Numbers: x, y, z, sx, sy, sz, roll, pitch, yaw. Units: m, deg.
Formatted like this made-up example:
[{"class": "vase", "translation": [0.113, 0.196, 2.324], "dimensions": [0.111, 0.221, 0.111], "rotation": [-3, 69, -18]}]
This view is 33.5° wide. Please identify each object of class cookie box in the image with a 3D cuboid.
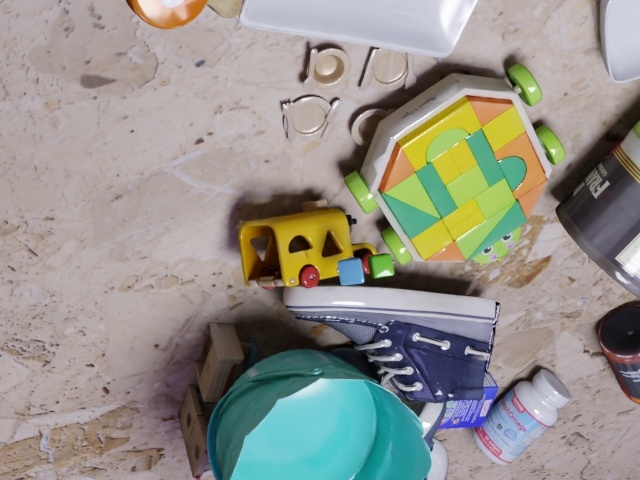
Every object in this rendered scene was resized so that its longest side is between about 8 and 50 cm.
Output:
[{"class": "cookie box", "translation": [0.219, 0.257, 1.704], "dimensions": [0.107, 0.040, 0.092], "rotation": [2, 126, -21]}]

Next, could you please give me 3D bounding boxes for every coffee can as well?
[{"class": "coffee can", "translation": [0.484, -0.076, 1.427], "dimensions": [0.201, 0.202, 0.275], "rotation": [25, 115, -34]}]

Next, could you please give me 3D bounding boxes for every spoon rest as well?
[{"class": "spoon rest", "translation": [0.184, 0.431, 1.821], "dimensions": [0.137, 0.084, 0.276], "rotation": [-32, 118, 5]}]

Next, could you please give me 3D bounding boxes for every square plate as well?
[{"class": "square plate", "translation": [0.093, -0.363, 1.079], "dimensions": [0.344, 0.049, 0.347], "rotation": [-2, 125, -46]}]

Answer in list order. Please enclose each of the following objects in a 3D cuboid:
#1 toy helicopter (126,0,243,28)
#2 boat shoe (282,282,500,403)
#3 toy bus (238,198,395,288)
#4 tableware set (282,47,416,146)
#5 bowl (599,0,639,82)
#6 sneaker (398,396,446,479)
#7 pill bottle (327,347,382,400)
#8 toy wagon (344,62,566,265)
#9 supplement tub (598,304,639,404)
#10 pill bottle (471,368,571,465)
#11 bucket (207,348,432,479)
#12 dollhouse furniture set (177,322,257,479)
[{"class": "toy helicopter", "translation": [-0.056, -0.341, 1.088], "dimensions": [0.355, 0.140, 0.235], "rotation": [-2, 120, -32]}, {"class": "boat shoe", "translation": [0.101, 0.145, 1.474], "dimensions": [0.340, 0.127, 0.158], "rotation": [7, 87, -26]}, {"class": "toy bus", "translation": [-0.006, 0.002, 1.367], "dimensions": [0.190, 0.202, 0.104], "rotation": [-8, 94, 5]}, {"class": "tableware set", "translation": [0.037, -0.176, 1.300], "dimensions": [0.168, 0.020, 0.141], "rotation": [-1, 128, -20]}, {"class": "bowl", "translation": [0.412, -0.282, 1.333], "dimensions": [0.142, 0.053, 0.142], "rotation": [-20, 132, -3]}, {"class": "sneaker", "translation": [0.135, 0.385, 1.681], "dimensions": [0.148, 0.131, 0.350], "rotation": [25, 115, -9]}, {"class": "pill bottle", "translation": [0.025, 0.272, 1.589], "dimensions": [0.122, 0.123, 0.219], "rotation": [-2, 127, -19]}, {"class": "toy wagon", "translation": [0.197, -0.067, 1.404], "dimensions": [0.267, 0.068, 0.344], "rotation": [-33, 134, 3]}, {"class": "supplement tub", "translation": [0.525, 0.199, 1.729], "dimensions": [0.106, 0.106, 0.198], "rotation": [-31, 132, 5]}, {"class": "pill bottle", "translation": [0.329, 0.287, 1.739], "dimensions": [0.087, 0.087, 0.160], "rotation": [27, 114, -35]}, {"class": "bucket", "translation": [-0.010, 0.282, 1.390], "dimensions": [0.281, 0.183, 0.281], "rotation": [-3, 102, -16]}, {"class": "dollhouse furniture set", "translation": [-0.108, 0.230, 1.501], "dimensions": [0.129, 0.129, 0.184], "rotation": [6, 125, -24]}]
